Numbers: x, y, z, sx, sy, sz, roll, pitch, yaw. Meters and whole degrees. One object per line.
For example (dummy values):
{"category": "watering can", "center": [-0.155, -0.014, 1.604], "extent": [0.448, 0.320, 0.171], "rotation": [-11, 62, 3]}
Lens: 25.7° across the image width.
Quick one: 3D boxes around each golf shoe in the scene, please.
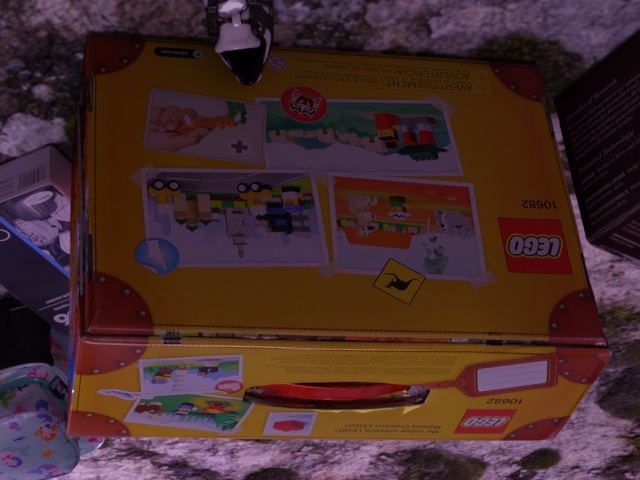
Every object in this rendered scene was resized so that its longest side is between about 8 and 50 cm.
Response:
{"category": "golf shoe", "center": [-0.078, -0.233, 1.340], "extent": [0.077, 0.094, 0.198], "rotation": [-10, 143, 7]}

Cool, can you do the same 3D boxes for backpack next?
{"category": "backpack", "center": [-0.400, 0.216, 1.842], "extent": [0.225, 0.191, 0.253], "rotation": [-15, 149, 10]}

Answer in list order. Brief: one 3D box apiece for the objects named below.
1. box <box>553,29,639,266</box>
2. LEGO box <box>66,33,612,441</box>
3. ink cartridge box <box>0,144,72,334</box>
{"category": "box", "center": [0.381, -0.094, 1.511], "extent": [0.168, 0.203, 0.167], "rotation": [20, 137, -32]}
{"category": "LEGO box", "center": [0.000, 0.000, 1.437], "extent": [0.500, 0.372, 0.193], "rotation": [3, 144, -12]}
{"category": "ink cartridge box", "center": [-0.297, 0.022, 1.685], "extent": [0.165, 0.065, 0.333], "rotation": [-21, 143, 18]}
